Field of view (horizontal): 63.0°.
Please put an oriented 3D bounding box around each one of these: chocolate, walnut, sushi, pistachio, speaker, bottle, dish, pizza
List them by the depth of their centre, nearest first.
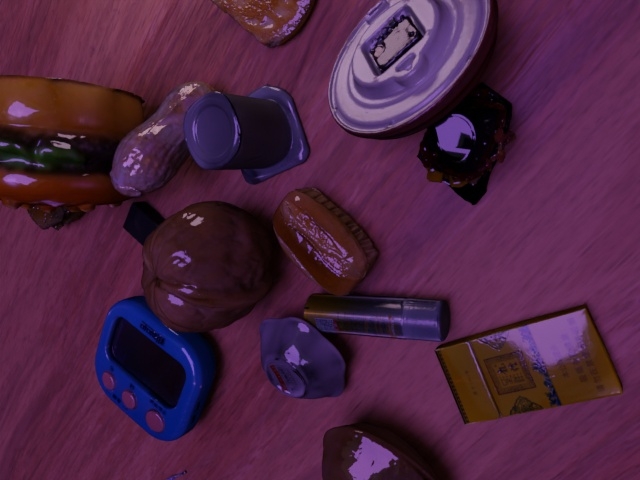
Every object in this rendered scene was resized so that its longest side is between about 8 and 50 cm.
[{"bbox_3d":[0.238,-0.168,0.867,0.153,0.150,0.172,44,116,17],"label":"sushi"},{"bbox_3d":[0.125,0.458,1.029,0.261,0.162,0.212,10,136,25],"label":"pistachio"},{"bbox_3d":[0.107,0.150,1.032,0.286,0.082,0.082,0,98,29],"label":"bottle"},{"bbox_3d":[-0.125,-0.500,1.082,0.262,0.034,0.181,20,107,25],"label":"pizza"},{"bbox_3d":[-0.237,0.054,1.101,0.285,0.285,0.296,33,120,21],"label":"walnut"},{"bbox_3d":[-0.058,0.269,1.101,0.230,0.081,0.229,19,130,24],"label":"dish"},{"bbox_3d":[-0.327,-0.222,1.118,0.134,0.134,0.309,30,72,22],"label":"chocolate"},{"bbox_3d":[-0.399,-0.005,1.310,0.218,0.044,0.082,37,114,19],"label":"speaker"}]

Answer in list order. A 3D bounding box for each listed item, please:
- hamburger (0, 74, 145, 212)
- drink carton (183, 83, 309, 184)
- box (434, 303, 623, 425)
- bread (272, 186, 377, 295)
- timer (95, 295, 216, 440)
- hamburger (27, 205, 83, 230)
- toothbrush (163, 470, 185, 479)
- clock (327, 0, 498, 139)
[{"bbox_3d":[-0.582,-0.202,1.194,0.396,0.396,0.277,6,96,28],"label":"hamburger"},{"bbox_3d":[-0.167,-0.220,1.069,0.186,0.190,0.191,-18,89,36],"label":"drink carton"},{"bbox_3d":[0.360,0.225,0.929,0.279,0.041,0.153,-24,87,29],"label":"box"},{"bbox_3d":[0.000,0.000,1.054,0.236,0.106,0.140,45,118,16],"label":"bread"},{"bbox_3d":[-0.422,0.322,1.336,0.340,0.115,0.309,31,113,22],"label":"timer"},{"bbox_3d":[-0.744,-0.143,1.436,0.189,0.122,0.215,-24,83,34],"label":"hamburger"},{"bbox_3d":[-0.414,0.659,1.446,0.131,0.013,0.011,-34,76,32],"label":"toothbrush"},{"bbox_3d":[0.135,-0.310,0.859,0.319,0.080,0.318,-24,51,33],"label":"clock"}]
